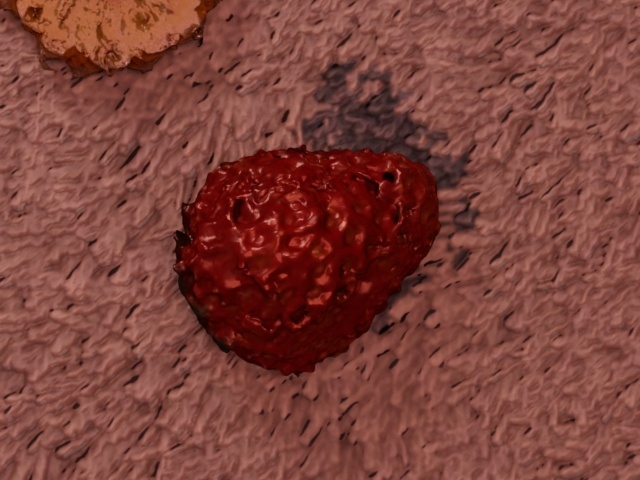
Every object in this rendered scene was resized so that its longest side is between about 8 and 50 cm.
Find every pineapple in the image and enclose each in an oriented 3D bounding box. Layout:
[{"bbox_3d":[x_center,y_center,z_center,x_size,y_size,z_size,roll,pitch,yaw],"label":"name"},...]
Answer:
[{"bbox_3d":[-0.178,-0.233,1.611,0.221,0.047,0.221,0,89,-9],"label":"pineapple"}]

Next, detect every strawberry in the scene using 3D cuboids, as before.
[{"bbox_3d":[0.000,0.000,1.601,0.236,0.111,0.190,-27,90,-11],"label":"strawberry"}]
